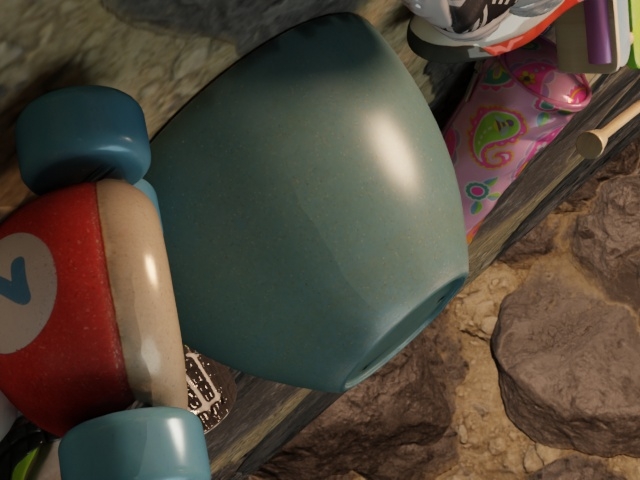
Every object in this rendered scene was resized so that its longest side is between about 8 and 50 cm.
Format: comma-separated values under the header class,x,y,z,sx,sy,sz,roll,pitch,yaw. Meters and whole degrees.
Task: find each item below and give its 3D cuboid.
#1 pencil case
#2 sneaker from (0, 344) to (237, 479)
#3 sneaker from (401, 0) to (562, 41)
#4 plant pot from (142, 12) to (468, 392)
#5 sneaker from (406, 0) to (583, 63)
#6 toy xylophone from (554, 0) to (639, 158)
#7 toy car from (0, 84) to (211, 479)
class,x,y,z,sx,sy,sz,roll,pitch,yaw
pencil case,0.174,-0.101,1.232,0.124,0.124,0.284,-29,160,-44
sneaker,-0.212,0.189,1.086,0.300,0.111,0.121,-25,169,-37
sneaker,0.124,-0.236,0.637,0.210,0.137,0.366,-50,170,25
plant pot,0.000,0.000,0.866,0.290,0.195,0.290,-40,166,-12
sneaker,0.182,-0.249,0.883,0.270,0.090,0.145,-23,137,-7
toy xylophone,0.320,-0.223,1.125,0.081,0.236,0.322,4,-151,38
toy car,-0.194,0.064,0.621,0.237,0.219,0.210,-11,159,-9
